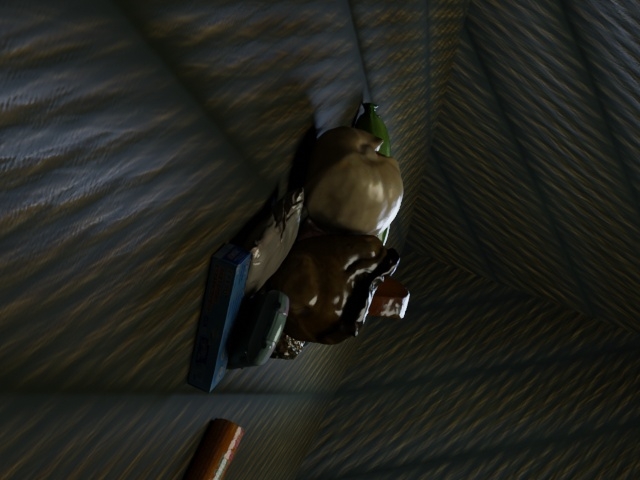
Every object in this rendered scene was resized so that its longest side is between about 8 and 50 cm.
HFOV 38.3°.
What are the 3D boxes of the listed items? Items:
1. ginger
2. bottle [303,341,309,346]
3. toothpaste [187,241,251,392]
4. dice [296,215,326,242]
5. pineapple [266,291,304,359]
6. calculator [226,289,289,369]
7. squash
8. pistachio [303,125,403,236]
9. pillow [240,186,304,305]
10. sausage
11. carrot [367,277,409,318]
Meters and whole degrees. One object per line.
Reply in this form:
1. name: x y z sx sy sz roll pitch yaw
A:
1. ginger: 0.005 0.080 1.876 0.269 0.223 0.200 -62 -175 -22
2. bottle: -0.016 0.167 2.400 0.286 0.082 0.082 -56 163 -54
3. toothpaste: -0.176 0.135 1.587 0.066 0.053 0.272 -45 155 -57
4. dice: 0.000 0.000 2.123 0.094 0.093 0.091 -52 159 -62
5. pineapple: -0.086 0.168 2.025 0.108 0.108 0.198 -56 151 -54
6. calculator: -0.127 0.166 1.684 0.246 0.045 0.141 -24 -138 64
7. squash: 0.124 -0.141 2.278 0.107 0.107 0.395 -6 97 -79
8. pistachio: 0.058 -0.113 1.921 0.309 0.229 0.230 100 14 -70
9. pillow: -0.097 0.008 1.710 0.270 0.067 0.173 -56 169 -52
10. sausage: -0.235 0.483 1.891 0.071 0.071 0.234 91 21 -61
11. carrot: 0.061 0.114 2.102 0.258 0.307 0.100 2 98 -48
